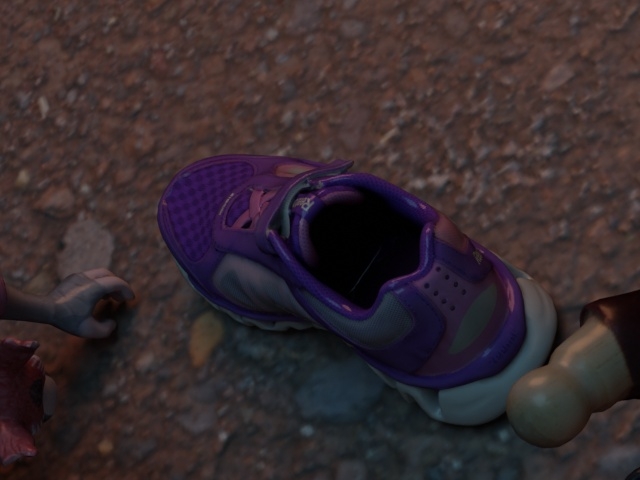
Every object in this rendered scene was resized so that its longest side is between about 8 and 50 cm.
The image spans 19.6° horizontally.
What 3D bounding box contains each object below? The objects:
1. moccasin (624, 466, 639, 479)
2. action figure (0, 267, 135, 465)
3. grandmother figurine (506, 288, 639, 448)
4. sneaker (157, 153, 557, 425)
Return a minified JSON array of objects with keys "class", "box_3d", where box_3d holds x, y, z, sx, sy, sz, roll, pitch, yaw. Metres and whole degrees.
[{"class":"moccasin","box_3d":[0.143,0.236,0.630,0.138,0.117,0.342,-27,50,16]},{"class":"action figure","box_3d":[-0.268,0.074,0.914,0.370,0.276,0.248,-17,47,41]},{"class":"grandmother figurine","box_3d":[0.166,0.075,0.620,0.208,0.104,0.342,22,50,7]},{"class":"sneaker","box_3d":[0.000,0.000,0.883,0.236,0.104,0.095,24,78,41]}]
